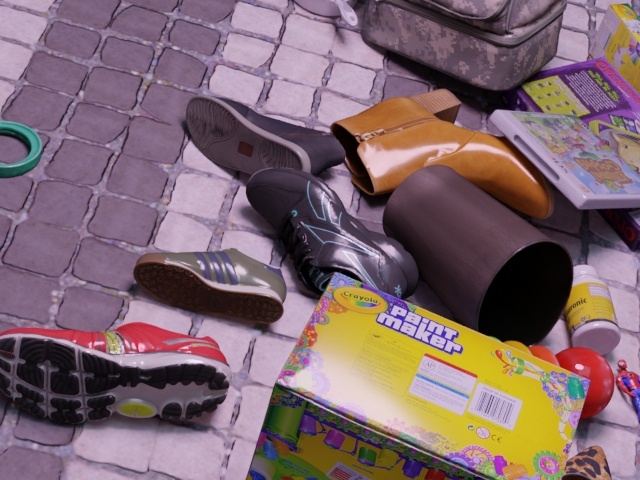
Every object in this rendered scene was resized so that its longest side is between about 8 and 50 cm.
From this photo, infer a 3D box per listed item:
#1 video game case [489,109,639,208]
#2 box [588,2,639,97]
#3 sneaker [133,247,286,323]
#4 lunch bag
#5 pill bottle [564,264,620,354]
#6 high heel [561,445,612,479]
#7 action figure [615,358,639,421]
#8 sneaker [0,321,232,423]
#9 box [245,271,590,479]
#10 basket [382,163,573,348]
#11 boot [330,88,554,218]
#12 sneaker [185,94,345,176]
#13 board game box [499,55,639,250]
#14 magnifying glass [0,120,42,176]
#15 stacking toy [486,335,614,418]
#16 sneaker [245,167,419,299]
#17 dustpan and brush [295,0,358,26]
[{"bbox_3d":[0.362,-0.115,1.945,0.212,0.023,0.193,-3,44,-48],"label":"video game case"},{"bbox_3d":[0.503,-0.286,2.209,0.043,0.105,0.179,-6,50,-21],"label":"box"},{"bbox_3d":[-0.134,0.044,1.733,0.192,0.064,0.086,16,37,-2],"label":"sneaker"},{"bbox_3d":[0.220,-0.408,2.108,0.305,0.256,0.212,29,42,28],"label":"lunch bag"},{"bbox_3d":[0.356,0.090,1.826,0.065,0.065,0.116,7,45,-10],"label":"pill bottle"},{"bbox_3d":[0.302,0.286,1.531,0.093,0.186,0.261,25,45,8],"label":"high heel"},{"bbox_3d":[0.409,0.199,1.764,0.038,0.030,0.115,-10,48,-18],"label":"action figure"},{"bbox_3d":[-0.243,0.143,1.594,0.279,0.107,0.118,9,26,-13],"label":"sneaker"},{"bbox_3d":[0.088,0.232,1.455,0.290,0.279,0.177,24,45,6],"label":"box"},{"bbox_3d":[0.194,0.013,1.782,0.154,0.204,0.227,-31,50,-16],"label":"basket"},{"bbox_3d":[0.164,-0.097,1.940,0.211,0.104,0.295,-24,53,-27],"label":"boot"},{"bbox_3d":[-0.079,-0.141,1.928,0.222,0.083,0.118,32,27,24],"label":"sneaker"},{"bbox_3d":[0.451,-0.140,2.095,0.208,0.056,0.347,-18,54,-25],"label":"board game box"},{"bbox_3d":[-0.480,-0.114,1.805,0.231,0.026,0.092,-10,51,-24],"label":"magnifying glass"},{"bbox_3d":[0.207,0.174,1.667,0.330,0.141,0.141,5,45,-20],"label":"stacking toy"},{"bbox_3d":[0.000,0.000,1.784,0.267,0.101,0.106,35,49,18],"label":"sneaker"},{"bbox_3d":[0.020,-0.389,2.196,0.147,0.060,0.211,-3,47,-19],"label":"dustpan and brush"}]
